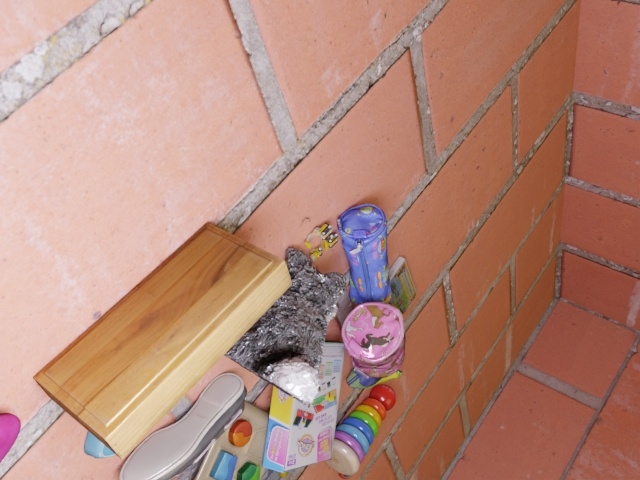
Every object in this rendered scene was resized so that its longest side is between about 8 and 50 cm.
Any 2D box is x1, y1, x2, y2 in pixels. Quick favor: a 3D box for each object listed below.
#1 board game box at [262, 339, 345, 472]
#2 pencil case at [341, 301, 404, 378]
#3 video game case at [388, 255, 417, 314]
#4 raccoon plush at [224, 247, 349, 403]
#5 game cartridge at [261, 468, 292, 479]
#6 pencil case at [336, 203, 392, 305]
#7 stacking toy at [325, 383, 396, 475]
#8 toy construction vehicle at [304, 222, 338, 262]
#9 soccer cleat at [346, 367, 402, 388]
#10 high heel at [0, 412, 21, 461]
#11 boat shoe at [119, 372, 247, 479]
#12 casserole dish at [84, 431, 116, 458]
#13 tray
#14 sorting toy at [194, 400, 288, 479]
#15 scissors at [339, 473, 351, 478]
[{"bbox_3d":[-0.036,0.414,1.716,0.242,0.064,0.316,17,79,-58],"label":"board game box"},{"bbox_3d":[0.150,0.277,1.810,0.386,0.160,0.167,72,26,-70],"label":"pencil case"},{"bbox_3d":[0.219,0.187,2.063,0.206,0.026,0.227,-53,146,-18],"label":"video game case"},{"bbox_3d":[-0.015,0.172,1.380,0.216,0.446,0.299,38,76,-24],"label":"raccoon plush"},{"bbox_3d":[-0.131,0.599,1.810,0.297,0.062,0.198,-46,140,-27],"label":"game cartridge"},{"bbox_3d":[0.118,0.049,1.721,0.306,0.120,0.133,79,20,-44],"label":"pencil case"},{"bbox_3d":[0.137,0.584,2.142,0.330,0.141,0.141,-45,144,-40],"label":"stacking toy"},{"bbox_3d":[0.000,0.000,1.603,0.098,0.035,0.085,-46,155,-24],"label":"toy construction vehicle"},{"bbox_3d":[0.170,0.419,2.122,0.121,0.093,0.289,-39,158,17],"label":"soccer cleat"},{"bbox_3d":[-0.550,0.414,0.928,0.377,0.181,0.127,-45,144,-28],"label":"high heel"},{"bbox_3d":[-0.273,0.422,1.416,0.335,0.112,0.095,-41,137,-39],"label":"boat shoe"},{"bbox_3d":[-0.379,0.339,1.272,0.114,0.037,0.188,9,105,-57],"label":"casserole dish"},{"bbox_3d":[-0.261,0.150,1.150,0.411,0.203,0.076,-45,142,-29],"label":"tray"},{"bbox_3d":[-0.159,0.532,1.620,0.307,0.041,0.229,43,59,-44],"label":"sorting toy"},{"bbox_3d":[0.068,0.750,2.240,0.109,0.021,0.297,-60,150,-5],"label":"scissors"}]
